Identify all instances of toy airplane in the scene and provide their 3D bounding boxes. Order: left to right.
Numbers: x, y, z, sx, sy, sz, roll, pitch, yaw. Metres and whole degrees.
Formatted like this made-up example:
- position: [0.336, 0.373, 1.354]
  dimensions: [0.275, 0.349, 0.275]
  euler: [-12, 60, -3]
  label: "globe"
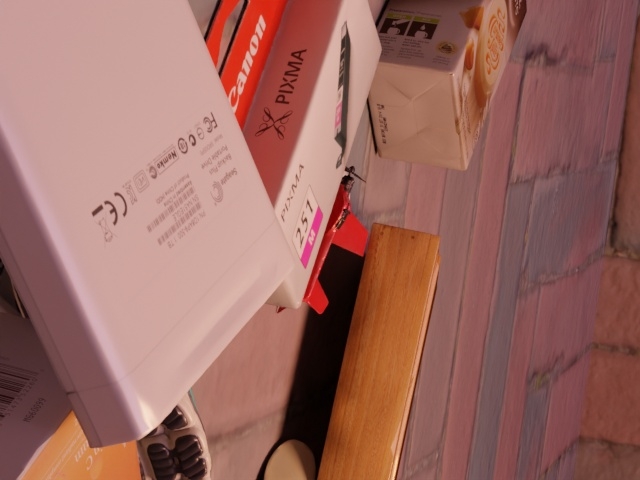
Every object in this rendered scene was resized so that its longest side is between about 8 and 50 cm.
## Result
- position: [0.000, 0.000, 1.664]
  dimensions: [0.151, 0.028, 0.151]
  euler: [-22, 120, -45]
  label: "toy airplane"

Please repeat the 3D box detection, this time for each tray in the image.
- position: [0.044, 0.205, 1.795]
  dimensions: [0.203, 0.076, 0.410]
  euler: [78, 25, -78]
  label: "tray"

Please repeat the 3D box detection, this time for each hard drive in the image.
- position: [-0.133, -0.095, 1.013]
  dimensions: [0.353, 0.047, 0.233]
  euler: [68, 28, -15]
  label: "hard drive"

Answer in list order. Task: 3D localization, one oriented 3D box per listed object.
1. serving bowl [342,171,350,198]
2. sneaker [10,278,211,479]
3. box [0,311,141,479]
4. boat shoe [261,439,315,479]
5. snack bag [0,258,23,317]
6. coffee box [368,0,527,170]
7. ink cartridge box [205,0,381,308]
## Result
- position: [0.009, -0.039, 1.716]
  dimensions: [0.083, 0.027, 0.083]
  euler: [8, 90, -71]
  label: "serving bowl"
- position: [-0.117, 0.072, 1.160]
  dimensions: [0.110, 0.107, 0.275]
  euler: [-71, 159, -59]
  label: "sneaker"
- position: [-0.171, 0.149, 1.051]
  dimensions: [0.130, 0.091, 0.170]
  euler: [-58, 153, -46]
  label: "box"
- position: [-0.038, 0.240, 1.690]
  dimensions: [0.042, 0.049, 0.133]
  euler: [-55, -166, 44]
  label: "boat shoe"
- position: [-0.209, 0.019, 1.072]
  dimensions: [0.323, 0.037, 0.342]
  euler: [59, 43, -63]
  label: "snack bag"
- position: [0.132, -0.211, 1.887]
  dimensions: [0.141, 0.098, 0.246]
  euler: [78, 27, -48]
  label: "coffee box"
- position: [-0.029, -0.119, 1.515]
  dimensions: [0.239, 0.060, 0.275]
  euler: [69, 35, -59]
  label: "ink cartridge box"
